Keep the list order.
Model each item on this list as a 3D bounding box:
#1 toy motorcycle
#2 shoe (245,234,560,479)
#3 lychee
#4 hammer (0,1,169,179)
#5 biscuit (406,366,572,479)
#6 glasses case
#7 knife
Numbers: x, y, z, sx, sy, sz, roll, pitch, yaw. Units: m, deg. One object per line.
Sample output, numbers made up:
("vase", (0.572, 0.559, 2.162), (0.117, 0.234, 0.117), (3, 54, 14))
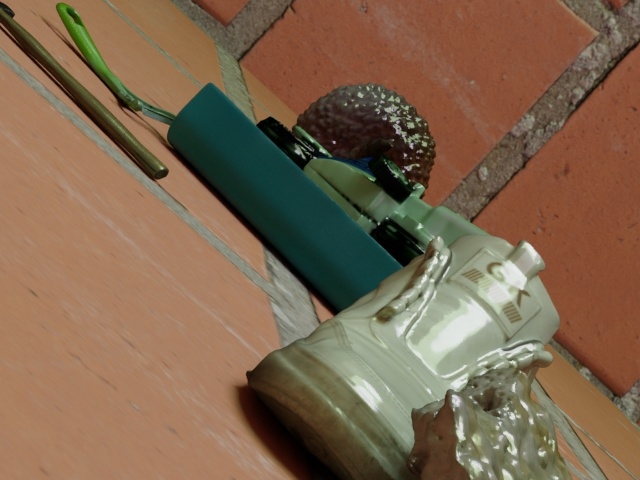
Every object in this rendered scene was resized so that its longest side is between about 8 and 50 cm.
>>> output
("toy motorcycle", (0.061, -0.012, 1.807), (0.196, 0.125, 0.331), (36, 4, -44))
("shoe", (0.067, 0.063, 1.041), (0.124, 0.159, 0.316), (45, 3, 6))
("lychee", (0.043, -0.090, 1.999), (0.165, 0.165, 0.197), (43, -3, 1))
("hammer", (-0.183, -0.114, 1.358), (0.199, 0.013, 0.062), (44, 6, 16))
("biscuit", (0.094, 0.146, 0.863), (0.188, 0.040, 0.265), (54, 19, -27))
("glasses case", (0.000, 0.001, 1.540), (0.301, 0.070, 0.117), (43, -1, 20))
("knife", (-0.183, -0.150, 1.584), (0.166, 0.022, 0.078), (47, 9, 31))
